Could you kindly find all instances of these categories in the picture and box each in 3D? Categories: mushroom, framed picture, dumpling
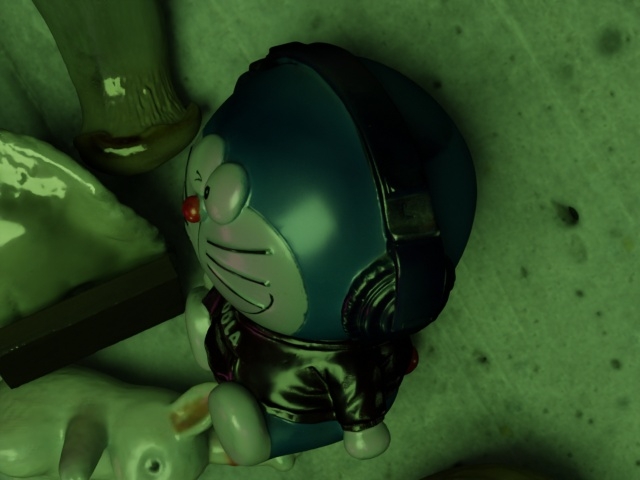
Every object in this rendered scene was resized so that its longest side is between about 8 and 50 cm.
[{"bbox_3d":[-0.196,-0.216,1.325,0.159,0.122,0.329,1,110,55],"label":"mushroom"},{"bbox_3d":[-0.198,0.072,1.360,0.168,0.128,0.023,-24,76,-9],"label":"framed picture"},{"bbox_3d":[-0.234,0.001,1.371,0.227,0.243,0.175,3,85,1],"label":"dumpling"}]

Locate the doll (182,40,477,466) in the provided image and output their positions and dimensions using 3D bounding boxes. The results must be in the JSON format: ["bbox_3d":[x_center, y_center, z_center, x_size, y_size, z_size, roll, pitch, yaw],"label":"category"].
[{"bbox_3d":[0.000,0.000,1.262,0.240,0.284,0.310,-14,126,-24],"label":"doll"}]

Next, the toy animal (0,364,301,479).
[{"bbox_3d":[-0.170,0.189,1.414,0.282,0.140,0.138,9,65,19],"label":"toy animal"}]

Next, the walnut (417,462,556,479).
[{"bbox_3d":[0.127,0.300,1.326,0.261,0.225,0.225,-24,99,34],"label":"walnut"}]
